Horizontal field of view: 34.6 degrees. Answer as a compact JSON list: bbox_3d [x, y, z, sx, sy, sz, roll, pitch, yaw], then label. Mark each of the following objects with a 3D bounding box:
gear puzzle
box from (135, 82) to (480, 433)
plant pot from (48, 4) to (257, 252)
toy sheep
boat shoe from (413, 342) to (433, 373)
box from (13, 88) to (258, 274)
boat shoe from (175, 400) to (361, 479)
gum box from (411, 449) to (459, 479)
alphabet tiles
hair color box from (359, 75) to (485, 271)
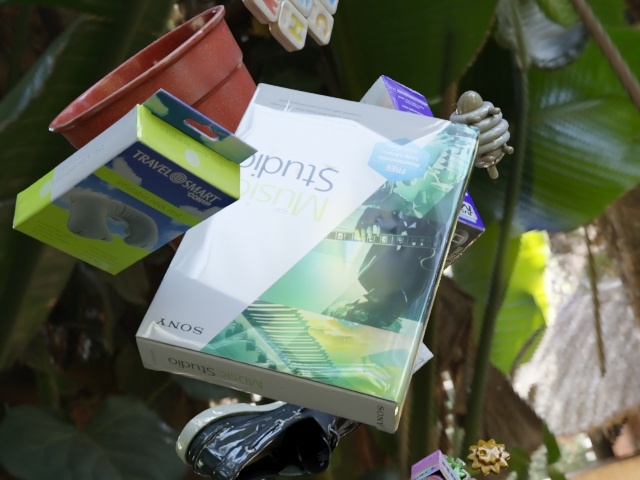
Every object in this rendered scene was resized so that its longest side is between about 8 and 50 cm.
[{"bbox_3d":[0.252,0.497,2.006,0.339,0.175,0.044,-33,-41,-27],"label":"gear puzzle"},{"bbox_3d":[0.000,0.000,0.943,0.232,0.322,0.058,12,-35,11],"label":"box"},{"bbox_3d":[-0.164,-0.122,1.355,0.272,0.265,0.272,-31,20,12],"label":"plant pot"},{"bbox_3d":[0.223,-0.146,1.430,0.091,0.132,0.091,-16,16,5],"label":"toy sheep"},{"bbox_3d":[0.106,0.260,1.775,0.226,0.076,0.083,-50,-7,-3],"label":"boat shoe"},{"bbox_3d":[-0.149,-0.041,0.825,0.178,0.042,0.109,-29,-42,32],"label":"box"},{"bbox_3d":[-0.036,0.280,1.430,0.340,0.113,0.127,5,-62,-49],"label":"boat shoe"},{"bbox_3d":[0.234,0.473,1.795,0.062,0.188,0.107,-34,2,8],"label":"gum box"},{"bbox_3d":[-0.042,-0.425,1.491,0.021,0.284,0.278,-4,-27,32],"label":"alphabet tiles"},{"bbox_3d":[0.120,-0.086,1.655,0.110,0.339,0.185,20,-54,-34],"label":"hair color box"}]
